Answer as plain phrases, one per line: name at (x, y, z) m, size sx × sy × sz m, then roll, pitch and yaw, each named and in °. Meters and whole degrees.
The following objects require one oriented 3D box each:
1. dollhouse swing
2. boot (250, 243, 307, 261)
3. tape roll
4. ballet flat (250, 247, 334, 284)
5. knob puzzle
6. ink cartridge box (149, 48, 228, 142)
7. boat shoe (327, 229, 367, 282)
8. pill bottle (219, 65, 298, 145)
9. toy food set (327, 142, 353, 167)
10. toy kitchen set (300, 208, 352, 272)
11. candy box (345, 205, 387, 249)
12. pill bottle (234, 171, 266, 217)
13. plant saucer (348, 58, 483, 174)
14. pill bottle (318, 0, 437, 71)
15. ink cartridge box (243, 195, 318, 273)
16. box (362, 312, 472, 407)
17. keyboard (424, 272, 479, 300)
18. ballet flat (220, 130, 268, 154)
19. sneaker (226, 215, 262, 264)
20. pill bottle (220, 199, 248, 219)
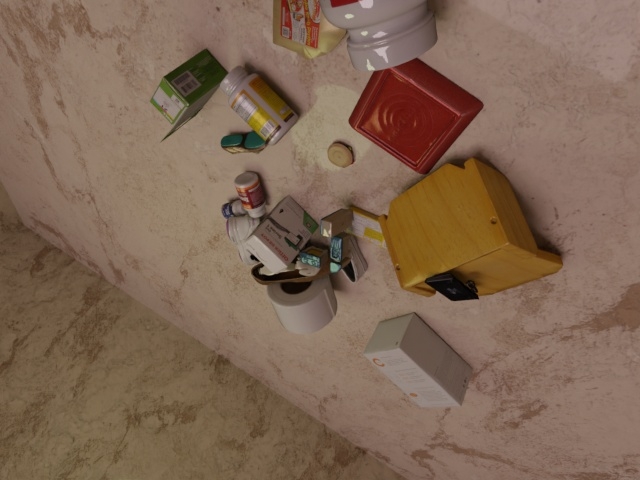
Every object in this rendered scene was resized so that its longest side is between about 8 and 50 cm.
dollhouse swing at (0.414, -0.013, 1.185) m, size 0.347 × 0.305 × 0.315 m, roll -36°, pitch 65°, yaw 49°
boot at (-0.157, 0.039, 1.626) m, size 0.198 × 0.137 × 0.077 m, roll -16°, pitch 99°, yaw 45°
tape roll at (-0.069, 0.214, 1.671) m, size 0.246 × 0.246 × 0.169 m, roll 10°, pitch 137°, yaw 30°
ballet flat at (-0.101, 0.096, 1.569) m, size 0.342 × 0.116 × 0.124 m, roll -9°, pitch 171°, yaw 15°
knob puzzle at (-0.021, -0.518, 1.007) m, size 0.213 × 0.030 × 0.213 m, roll 21°, pitch 141°, yaw 19°
ink cartridge box at (-0.413, -0.421, 1.289) m, size 0.097 × 0.189 × 0.255 m, roll 47°, pitch 142°, yaw -16°
boat shoe at (0.080, 0.039, 1.495) m, size 0.095 × 0.084 × 0.258 m, roll -11°, pitch 124°, yaw 45°
pill bottle at (-0.173, -0.378, 1.208) m, size 0.215 × 0.117 × 0.117 m, roll 44°, pitch 143°, yaw -11°
toy food set at (0.058, -0.246, 1.253) m, size 0.082 × 0.020 × 0.083 m, roll 22°, pitch 141°, yaw 18°
toy kitchen set at (0.000, 0.000, 1.399) m, size 0.166 × 0.122 × 0.207 m, roll 16°, pitch 119°, yaw 31°
candy box at (0.182, -0.030, 1.386) m, size 0.206 × 0.027 × 0.105 m, roll 24°, pitch 138°, yaw 15°
pill bottle at (-0.243, -0.159, 1.531) m, size 0.086 × 0.086 × 0.152 m, roll 12°, pitch 138°, yaw 28°
plant saucer at (0.210, -0.297, 1.055) m, size 0.259 × 0.048 × 0.258 m, roll 34°, pitch 144°, yaw 1°
pill bottle at (0.081, -0.528, 0.748) m, size 0.229 × 0.229 × 0.408 m, roll 5°, pitch 134°, yaw 35°
ink cartridge box at (-0.132, -0.020, 1.483) m, size 0.160 × 0.219 × 0.092 m, roll 44°, pitch 143°, yaw -12°
box at (0.374, 0.468, 1.666) m, size 0.345 × 0.168 × 0.215 m, roll 44°, pitch 143°, yaw -12°
keyboard at (0.362, 0.123, 1.141) m, size 0.108 × 0.023 × 0.180 m, roll -12°, pitch 151°, yaw 38°
ballet flat at (-0.228, -0.309, 1.387) m, size 0.206 × 0.073 × 0.067 m, roll 10°, pitch 164°, yaw 34°
sneaker at (-0.258, 0.005, 1.696) m, size 0.152 × 0.114 × 0.305 m, roll -11°, pitch 151°, yaw 3°
pill bottle at (-0.322, -0.118, 1.654) m, size 0.120 × 0.067 × 0.067 m, roll -7°, pitch 127°, yaw 42°
